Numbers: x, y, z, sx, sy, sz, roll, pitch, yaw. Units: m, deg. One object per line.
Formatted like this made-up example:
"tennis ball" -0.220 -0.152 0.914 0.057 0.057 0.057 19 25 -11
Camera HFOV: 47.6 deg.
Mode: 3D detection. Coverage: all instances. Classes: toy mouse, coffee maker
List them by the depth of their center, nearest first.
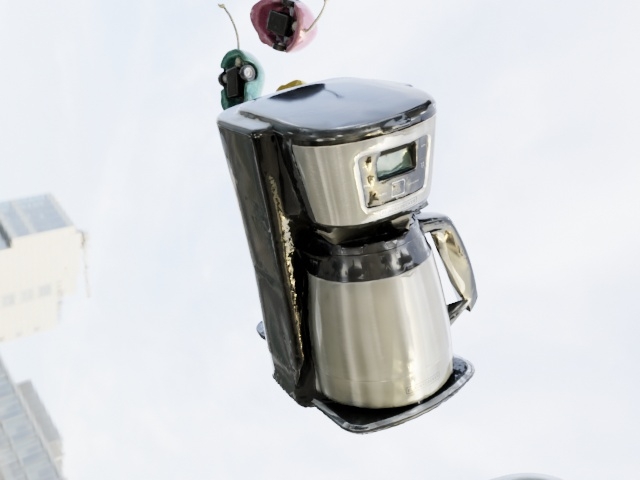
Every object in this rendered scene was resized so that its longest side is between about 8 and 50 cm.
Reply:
"coffee maker" 0.000 0.000 0.435 0.171 0.120 0.178 6 -64 36
"toy mouse" -0.039 -0.137 0.559 0.143 0.031 0.161 57 -47 30

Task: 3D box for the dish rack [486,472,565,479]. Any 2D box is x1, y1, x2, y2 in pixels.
"dish rack" 0.198 0.332 0.711 0.333 0.285 0.073 -179 -100 -71
